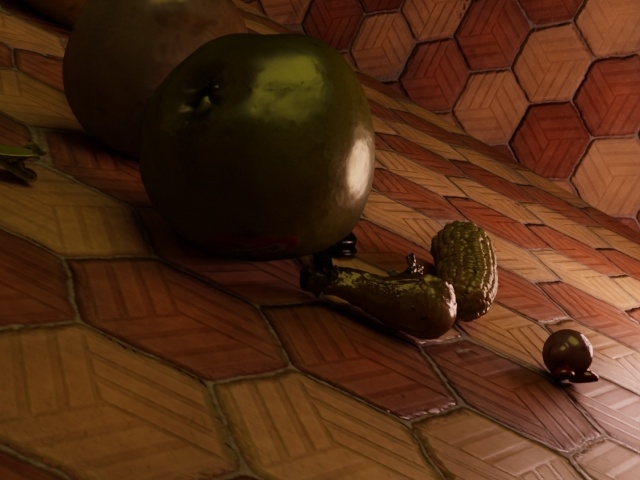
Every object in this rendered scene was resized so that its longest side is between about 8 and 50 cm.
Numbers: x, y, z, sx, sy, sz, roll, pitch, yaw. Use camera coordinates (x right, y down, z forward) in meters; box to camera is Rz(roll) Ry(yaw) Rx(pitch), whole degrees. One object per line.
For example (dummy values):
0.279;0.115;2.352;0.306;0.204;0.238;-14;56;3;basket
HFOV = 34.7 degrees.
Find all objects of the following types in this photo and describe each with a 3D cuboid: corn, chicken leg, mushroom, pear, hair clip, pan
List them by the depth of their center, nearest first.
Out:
-0.397;-0.105;1.135;0.173;0.046;0.072;11;12;-43;hair clip
-0.060;-0.099;1.257;0.287;0.287;0.375;36;3;31;pear
0.073;0.060;1.272;0.207;0.085;0.101;15;53;-13;chicken leg
0.000;0.000;1.436;0.136;0.028;0.235;21;17;-15;pan
-0.253;-0.260;1.483;0.292;0.292;0.290;11;5;-41;mushroom
0.210;0.043;1.510;0.101;0.101;0.292;26;19;-1;corn

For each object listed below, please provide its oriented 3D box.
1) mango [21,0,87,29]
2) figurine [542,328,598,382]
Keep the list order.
-0.473;-0.501;2.033;0.365;0.182;0.253;38;14;0;mango
0.335;0.155;1.394;0.067;0.071;0.083;-14;-21;37;figurine
